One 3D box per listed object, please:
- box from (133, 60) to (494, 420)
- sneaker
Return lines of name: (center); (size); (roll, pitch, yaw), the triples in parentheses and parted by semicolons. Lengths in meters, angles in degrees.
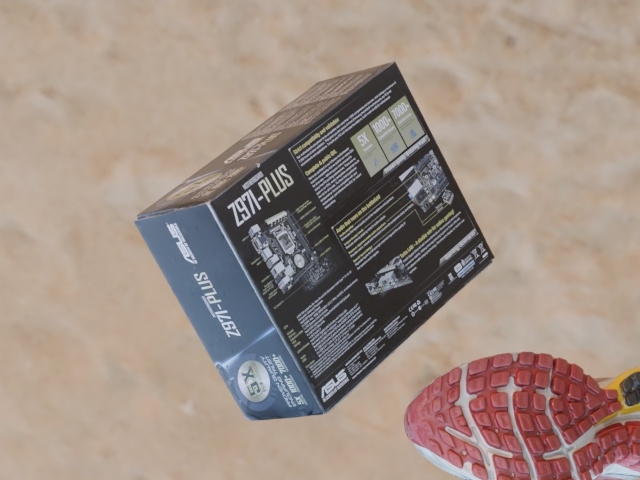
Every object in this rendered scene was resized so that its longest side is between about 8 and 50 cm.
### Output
box: (0.000, 0.000, 1.154); (0.077, 0.180, 0.147); (-10, 114, 49)
sneaker: (0.143, 0.122, 1.179); (0.225, 0.088, 0.093); (8, 162, -34)
